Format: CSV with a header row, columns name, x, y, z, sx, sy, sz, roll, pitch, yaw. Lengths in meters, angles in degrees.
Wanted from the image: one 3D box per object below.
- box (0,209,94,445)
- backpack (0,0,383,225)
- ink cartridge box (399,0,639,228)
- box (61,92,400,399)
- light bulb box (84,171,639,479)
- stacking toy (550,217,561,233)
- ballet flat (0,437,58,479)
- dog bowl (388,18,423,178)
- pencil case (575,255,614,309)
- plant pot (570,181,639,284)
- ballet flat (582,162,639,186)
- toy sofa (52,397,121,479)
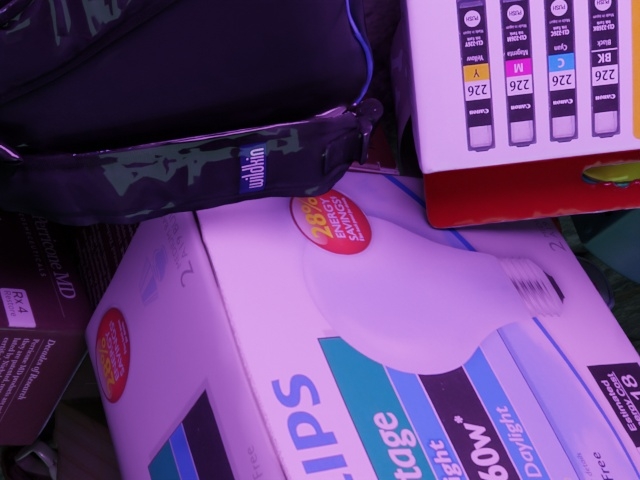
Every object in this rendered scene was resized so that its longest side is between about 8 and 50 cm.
name,x,y,z,sx,sy,sz,roll,pitch,yaw
box,-0.342,0.072,0.744,0.203,0.168,0.167,8,127,-42
backpack,-0.121,-0.142,0.471,0.263,0.213,0.276,-25,148,-4
ink cartridge box,0.210,-0.135,0.537,0.309,0.272,0.130,-6,-164,6
box,-0.117,0.000,0.789,0.191,0.143,0.381,2,143,-35
light bulb box,0.055,0.144,0.640,0.361,0.358,0.225,1,140,-35
stacking toy,0.303,0.077,1.179,0.141,0.141,0.330,-17,134,-2
ballet flat,-0.385,0.357,1.265,0.342,0.116,0.124,-3,125,42
dog bowl,0.221,-0.168,0.754,0.349,0.102,0.349,-14,152,-8
pencil case,0.377,0.133,1.412,0.113,0.124,0.273,-49,174,-35
plant pot,0.432,-0.044,1.065,0.234,0.165,0.166,10,143,-31
ballet flat,0.336,-0.110,0.759,0.231,0.077,0.077,-12,132,-18
toy sofa,-0.212,0.254,1.032,0.150,0.177,0.362,-1,180,-32
